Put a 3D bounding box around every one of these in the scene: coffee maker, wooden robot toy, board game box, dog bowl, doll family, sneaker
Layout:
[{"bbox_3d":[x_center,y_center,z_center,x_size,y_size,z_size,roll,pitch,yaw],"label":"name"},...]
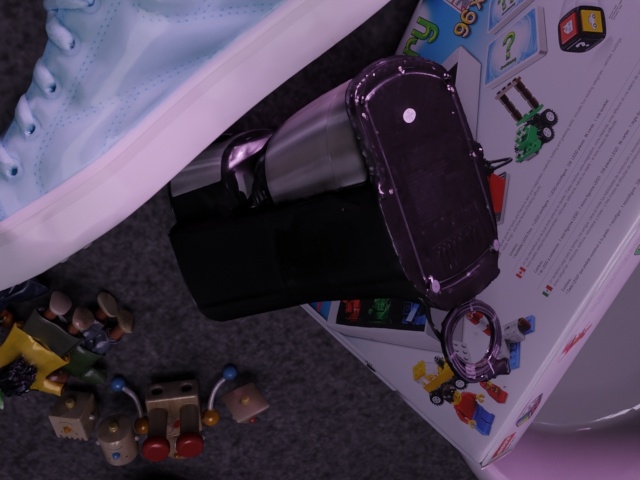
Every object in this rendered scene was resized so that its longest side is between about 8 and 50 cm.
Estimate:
[{"bbox_3d":[0.000,0.000,0.411,0.120,0.178,0.171,7,75,-43],"label":"coffee maker"},{"bbox_3d":[-0.127,0.161,0.570,0.173,0.076,0.079,-5,128,-5],"label":"wooden robot toy"},{"bbox_3d":[0.109,-0.038,0.438,0.053,0.193,0.305,-4,126,-50],"label":"board game box"},{"bbox_3d":[0.241,0.082,0.562,0.348,0.102,0.349,-3,118,-6],"label":"dog bowl"},{"bbox_3d":[-0.236,0.060,0.503,0.111,0.076,0.193,-40,110,17],"label":"doll family"},{"bbox_3d":[-0.111,-0.123,0.398,0.366,0.135,0.150,-40,115,1],"label":"sneaker"}]
